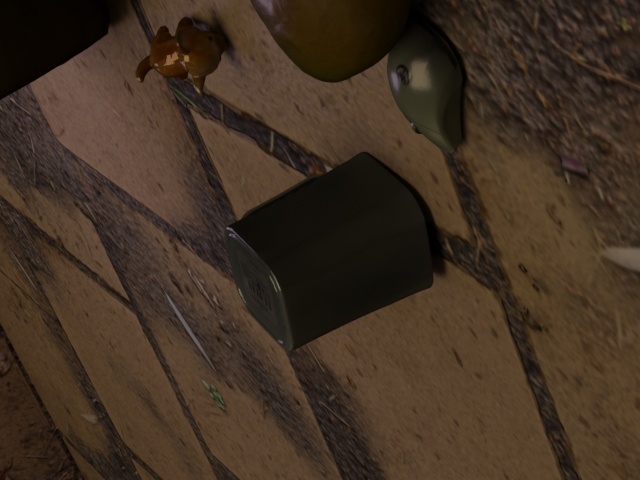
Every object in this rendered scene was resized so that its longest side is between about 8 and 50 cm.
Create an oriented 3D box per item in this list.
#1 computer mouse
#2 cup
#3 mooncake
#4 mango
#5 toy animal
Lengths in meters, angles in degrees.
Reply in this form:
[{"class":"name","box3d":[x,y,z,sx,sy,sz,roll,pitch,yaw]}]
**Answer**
[{"class":"computer mouse","box3d":[0.064,-0.091,1.207,0.056,0.032,0.110,47,160,31]},{"class":"cup","box3d":[0.000,0.000,1.391,0.128,0.129,0.095,44,152,44]},{"class":"mooncake","box3d":[-0.364,-0.190,1.714,0.187,0.324,0.324,63,162,-9]},{"class":"mango","box3d":[0.003,-0.159,1.168,0.130,0.092,0.195,51,170,20]},{"class":"toy animal","box3d":[-0.113,-0.146,1.528,0.083,0.081,0.060,-113,0,-67]}]
